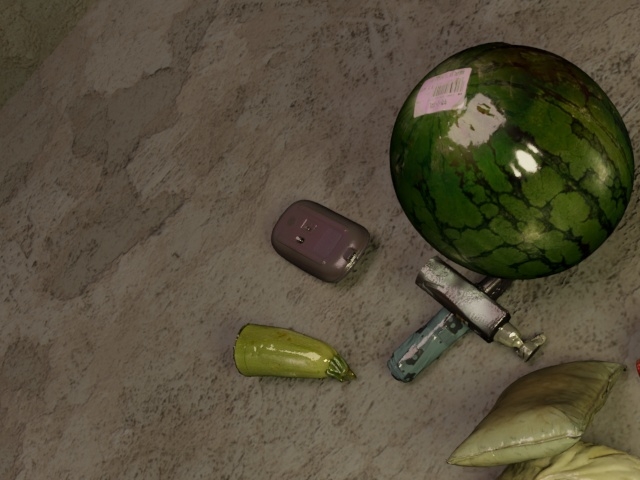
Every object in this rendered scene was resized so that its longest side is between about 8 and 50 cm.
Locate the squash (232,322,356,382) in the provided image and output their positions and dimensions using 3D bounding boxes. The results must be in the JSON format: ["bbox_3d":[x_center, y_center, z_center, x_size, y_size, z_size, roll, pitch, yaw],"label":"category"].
[{"bbox_3d":[-0.035,0.199,2.084,0.224,0.094,0.094,8,67,35],"label":"squash"}]

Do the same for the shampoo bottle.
[{"bbox_3d":[0.237,0.103,1.873,0.208,0.057,0.063,39,91,18],"label":"shampoo bottle"}]

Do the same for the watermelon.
[{"bbox_3d":[0.276,-0.110,1.824,0.363,0.363,0.363,-22,49,28],"label":"watermelon"}]

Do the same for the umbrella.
[{"bbox_3d":[0.203,0.124,1.944,0.250,0.052,0.053,-45,34,8],"label":"umbrella"}]

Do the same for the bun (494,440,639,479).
[{"bbox_3d":[0.313,0.349,1.621,0.244,0.153,0.243,-24,44,26],"label":"bun"}]

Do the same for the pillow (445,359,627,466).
[{"bbox_3d":[0.292,0.225,1.664,0.185,0.302,0.074,-20,92,26],"label":"pillow"}]

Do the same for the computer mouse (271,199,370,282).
[{"bbox_3d":[0.000,0.000,2.200,0.232,0.057,0.120,27,81,50],"label":"computer mouse"}]

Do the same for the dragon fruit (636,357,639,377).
[{"bbox_3d":[0.496,0.146,1.627,0.166,0.133,0.136,-19,93,32],"label":"dragon fruit"}]
